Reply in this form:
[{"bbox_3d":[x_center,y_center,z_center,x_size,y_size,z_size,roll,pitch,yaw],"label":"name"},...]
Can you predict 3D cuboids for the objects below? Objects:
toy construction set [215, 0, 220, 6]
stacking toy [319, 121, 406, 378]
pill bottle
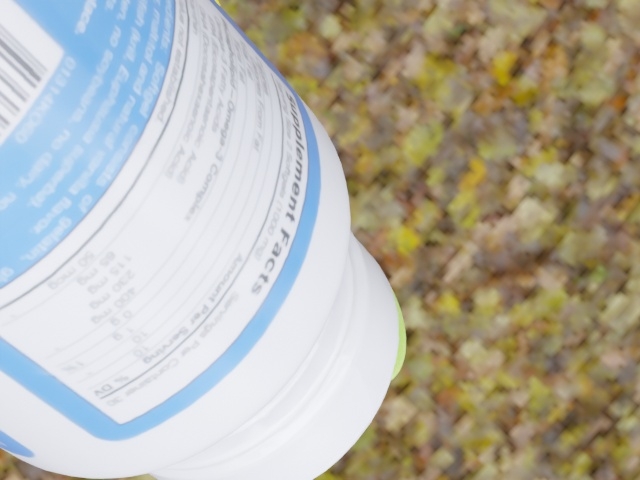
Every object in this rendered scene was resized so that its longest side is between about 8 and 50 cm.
[{"bbox_3d":[-0.233,-0.231,1.390,0.328,0.151,0.215,7,82,-44],"label":"toy construction set"},{"bbox_3d":[0.000,0.000,1.415,0.130,0.309,0.279,-24,172,33],"label":"stacking toy"},{"bbox_3d":[-0.069,-0.015,0.438,0.124,0.124,0.221,-45,140,-1],"label":"pill bottle"}]
